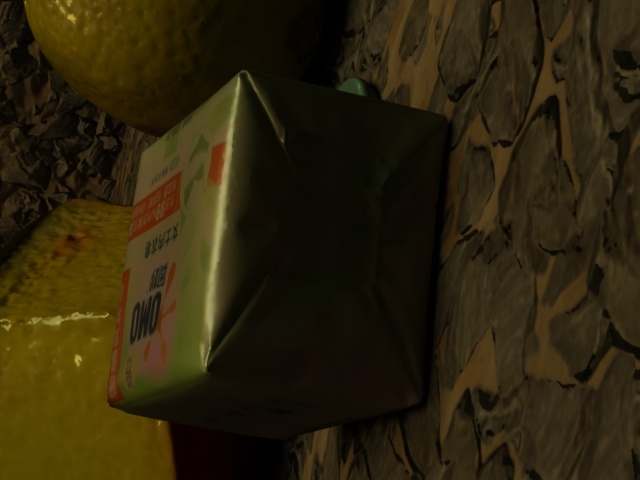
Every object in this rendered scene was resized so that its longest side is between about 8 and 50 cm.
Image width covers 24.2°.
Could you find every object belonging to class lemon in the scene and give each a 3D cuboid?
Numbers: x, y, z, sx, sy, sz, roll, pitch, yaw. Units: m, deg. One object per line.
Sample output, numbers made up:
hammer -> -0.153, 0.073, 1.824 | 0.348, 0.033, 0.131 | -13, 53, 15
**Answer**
lemon -> -0.123, -0.209, 1.268 | 0.267, 0.267, 0.267 | -170, 90, -78

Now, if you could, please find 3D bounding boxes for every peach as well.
peach -> -0.166, 0.147, 1.236 | 0.306, 0.242, 0.381 | 20, -112, -80

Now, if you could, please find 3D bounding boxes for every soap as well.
soap -> -0.031, 0.017, 0.904 | 0.199, 0.138, 0.182 | 154, 124, -63

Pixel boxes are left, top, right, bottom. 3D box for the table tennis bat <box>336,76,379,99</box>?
table tennis bat -> 0.000, 0.000, 1.066 | 0.153, 0.040, 0.244 | 144, 138, -68
